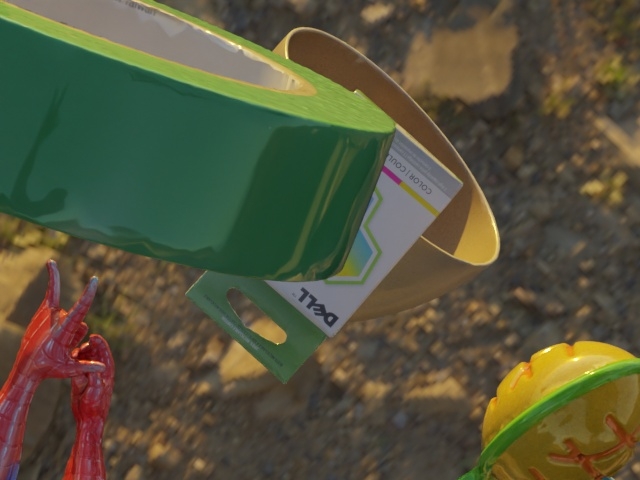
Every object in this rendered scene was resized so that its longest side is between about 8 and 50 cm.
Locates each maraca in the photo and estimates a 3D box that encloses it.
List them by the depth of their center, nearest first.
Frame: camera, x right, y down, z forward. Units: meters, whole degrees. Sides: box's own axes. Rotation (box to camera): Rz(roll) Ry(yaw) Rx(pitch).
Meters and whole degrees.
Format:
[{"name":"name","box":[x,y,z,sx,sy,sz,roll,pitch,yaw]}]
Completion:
[{"name":"maraca","box":[0.161,0.137,1.347,0.127,0.186,0.099,-4,57,-41]}]

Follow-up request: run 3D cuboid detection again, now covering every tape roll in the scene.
[{"name":"tape roll","box":[-0.125,-0.078,0.895,0.321,0.321,0.077,19,101,-10]}]

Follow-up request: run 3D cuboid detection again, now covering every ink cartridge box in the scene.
[{"name":"ink cartridge box","box":[0.000,0.000,1.442,0.109,0.062,0.209,41,94,0]}]

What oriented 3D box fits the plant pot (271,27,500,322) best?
[{"name":"plant pot","box":[0.005,-0.030,1.795,0.284,0.191,0.284,40,23,-20]}]

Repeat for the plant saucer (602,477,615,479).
[{"name":"plant saucer","box":[0.244,0.242,1.515,0.192,0.018,0.067,39,69,19]}]

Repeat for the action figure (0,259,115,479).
[{"name":"action figure","box":[-0.132,0.055,0.647,0.280,0.091,0.139,26,90,39]}]
